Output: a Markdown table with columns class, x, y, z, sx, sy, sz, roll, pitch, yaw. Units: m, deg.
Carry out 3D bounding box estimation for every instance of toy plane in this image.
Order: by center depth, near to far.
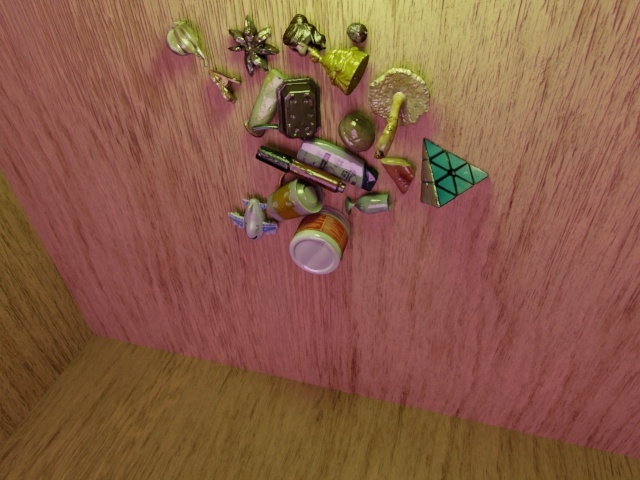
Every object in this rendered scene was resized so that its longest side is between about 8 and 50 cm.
| class | x | y | z | sx | sy | sz | roll | pitch | yaw |
| --- | --- | --- | --- | --- | --- | --- | --- | --- | --- |
| toy plane | -0.337 | -0.104 | 2.313 | 0.267 | 0.122 | 0.266 | 11 | 135 | 12 |

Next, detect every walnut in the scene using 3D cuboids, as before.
| class | x | y | z | sx | sy | sz | roll | pitch | yaw |
| --- | --- | --- | --- | --- | --- | --- | --- | --- | --- |
| walnut | 0.146 | -0.434 | 1.841 | 0.162 | 0.140 | 0.140 | 34 | 133 | -24 |

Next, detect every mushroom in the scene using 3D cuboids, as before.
| class | x | y | z | sx | sy | sz | roll | pitch | yaw |
| --- | --- | --- | --- | --- | --- | --- | --- | --- | --- |
| mushroom | 0.300 | -0.464 | 1.672 | 0.208 | 0.301 | 0.233 | 1 | 154 | -25 |
| mushroom | -0.229 | -0.563 | 1.905 | 0.100 | 0.081 | 0.312 | 27 | 132 | -12 |

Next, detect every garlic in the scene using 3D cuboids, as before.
| class | x | y | z | sx | sy | sz | roll | pitch | yaw |
| --- | --- | --- | --- | --- | --- | --- | --- | --- | --- |
| garlic | -0.527 | -0.771 | 1.817 | 0.127 | 0.131 | 0.194 | -34 | 121 | 19 |

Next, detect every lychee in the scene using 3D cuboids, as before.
| class | x | y | z | sx | sy | sz | roll | pitch | yaw |
| --- | --- | --- | --- | --- | --- | --- | --- | --- | --- |
| lychee | 0.133 | -0.741 | 1.629 | 0.083 | 0.068 | 0.067 | 26 | 105 | 21 |

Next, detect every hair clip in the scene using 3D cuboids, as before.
| class | x | y | z | sx | sy | sz | roll | pitch | yaw |
| --- | --- | --- | --- | --- | --- | --- | --- | --- | --- |
| hair clip | -0.406 | -0.639 | 1.890 | 0.138 | 0.123 | 0.102 | 21 | 104 | -5 |
| hair clip | -0.175 | -0.475 | 1.938 | 0.230 | 0.039 | 0.070 | 6 | 136 | -14 |

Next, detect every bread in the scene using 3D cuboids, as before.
| class | x | y | z | sx | sy | sz | roll | pitch | yaw |
| --- | --- | --- | --- | --- | --- | --- | --- | --- | --- |
| bread | 0.347 | -0.288 | 1.938 | 0.119 | 0.067 | 0.192 | -16 | 121 | 39 |

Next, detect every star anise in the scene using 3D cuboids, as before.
| class | x | y | z | sx | sy | sz | roll | pitch | yaw |
| --- | --- | --- | --- | --- | --- | --- | --- | --- | --- |
| star anise | -0.254 | -0.751 | 1.755 | 0.197 | 0.073 | 0.212 | -29 | 112 | 30 |

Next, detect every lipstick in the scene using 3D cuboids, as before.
| class | x | y | z | sx | sy | sz | roll | pitch | yaw |
| --- | --- | --- | --- | --- | --- | --- | --- | --- | --- |
| lipstick | -0.086 | -0.309 | 2.004 | 0.419 | 0.077 | 0.077 | 24 | 133 | 4 |

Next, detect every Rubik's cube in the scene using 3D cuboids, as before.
| class | x | y | z | sx | sy | sz | roll | pitch | yaw |
| --- | --- | --- | --- | --- | --- | --- | --- | --- | --- |
| Rubik's cube | 0.500 | -0.246 | 1.867 | 0.228 | 0.233 | 0.228 | 36 | 101 | 40 |

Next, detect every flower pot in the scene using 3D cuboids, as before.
| class | x | y | z | sx | sy | sz | roll | pitch | yaw |
| --- | --- | --- | --- | --- | --- | --- | --- | --- | --- |
| flower pot | -0.084 | -0.516 | 1.841 | 0.179 | 0.084 | 0.250 | -6 | 127 | -6 |

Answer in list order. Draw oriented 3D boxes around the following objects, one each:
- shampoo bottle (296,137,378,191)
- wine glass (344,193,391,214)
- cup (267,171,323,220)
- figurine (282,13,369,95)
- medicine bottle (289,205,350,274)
| class | x | y | z | sx | sy | sz | roll | pitch | yaw |
| --- | --- | --- | --- | --- | --- | --- | --- | --- | --- |
| shampoo bottle | 0.081 | -0.338 | 1.985 | 0.360 | 0.078 | 0.134 | 25 | 134 | -2 |
| wine glass | 0.218 | -0.165 | 2.074 | 0.203 | 0.092 | 0.092 | -4 | 127 | 24 |
| cup | -0.129 | -0.216 | 2.125 | 0.226 | 0.186 | 0.240 | -20 | 86 | 38 |
| figurine | 0.003 | -0.681 | 1.674 | 0.316 | 0.187 | 0.168 | 31 | 137 | 4 |
| medicine bottle | 0.000 | 0.000 | 2.195 | 0.253 | 0.240 | 0.252 | 11 | 131 | 12 |
